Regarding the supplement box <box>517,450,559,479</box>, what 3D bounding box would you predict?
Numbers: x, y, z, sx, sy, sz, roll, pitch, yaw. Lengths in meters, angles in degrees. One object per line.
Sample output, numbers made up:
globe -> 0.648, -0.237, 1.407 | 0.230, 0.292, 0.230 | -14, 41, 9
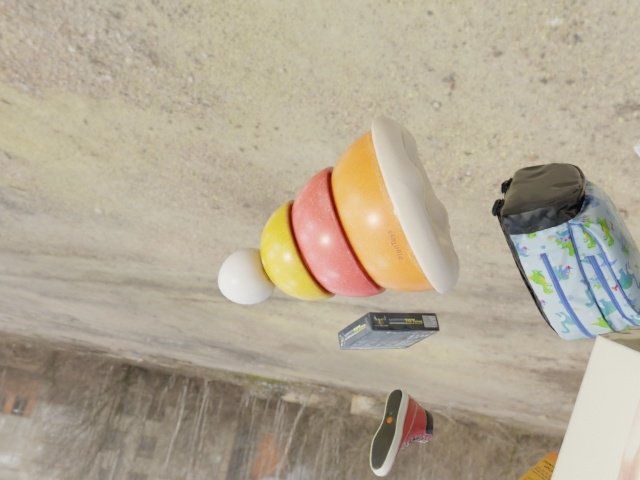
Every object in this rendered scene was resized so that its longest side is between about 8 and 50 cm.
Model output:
supplement box -> 0.471, 0.581, 1.267 | 0.080, 0.233, 0.078 | 59, 166, -19

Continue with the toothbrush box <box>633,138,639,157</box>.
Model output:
toothbrush box -> 0.825, -0.164, 1.199 | 0.283, 0.206, 0.122 | 48, 162, -18

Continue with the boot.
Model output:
boot -> 0.240, 0.563, 1.591 | 0.176, 0.244, 0.088 | 42, 143, -23

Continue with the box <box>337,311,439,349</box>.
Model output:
box -> 0.193, 0.261, 1.629 | 0.233, 0.059, 0.183 | 5, 151, -26

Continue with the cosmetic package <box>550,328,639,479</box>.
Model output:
cosmetic package -> 0.389, 0.270, 0.702 | 0.153, 0.296, 0.129 | 1, -164, -40

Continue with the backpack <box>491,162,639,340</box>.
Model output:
backpack -> 0.523, 0.037, 1.166 | 0.273, 0.355, 0.290 | -6, -160, 28

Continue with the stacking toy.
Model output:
stacking toy -> 0.000, 0.000, 1.122 | 0.480, 0.350, 0.350 | -21, 151, 17
